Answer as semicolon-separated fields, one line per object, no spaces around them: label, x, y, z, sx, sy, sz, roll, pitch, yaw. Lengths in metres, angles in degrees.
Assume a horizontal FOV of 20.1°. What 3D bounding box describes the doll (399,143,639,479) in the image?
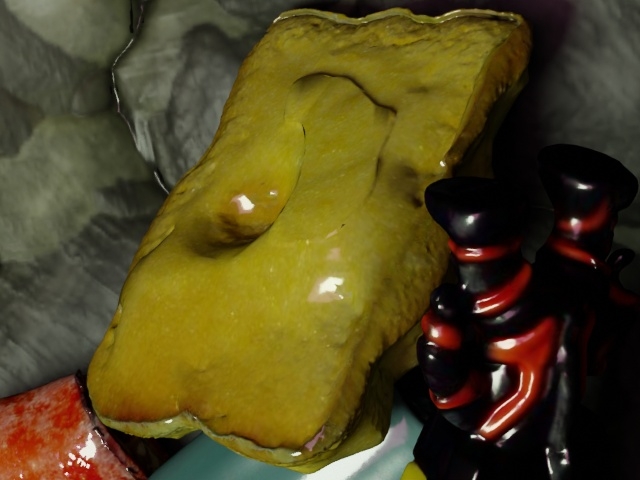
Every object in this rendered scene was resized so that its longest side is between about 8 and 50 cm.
doll;0.081;0.086;0.758;0.127;0.088;0.249;-7;113;-9

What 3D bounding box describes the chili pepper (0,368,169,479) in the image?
chili pepper;-0.170;0.133;0.984;0.192;0.084;0.086;-24;73;25

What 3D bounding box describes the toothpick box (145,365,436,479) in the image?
toothpick box;0.000;0.120;0.870;0.184;0.120;0.120;-43;80;23

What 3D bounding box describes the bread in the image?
bread;0.000;0.000;0.811;0.161;0.233;0.088;3;145;47
